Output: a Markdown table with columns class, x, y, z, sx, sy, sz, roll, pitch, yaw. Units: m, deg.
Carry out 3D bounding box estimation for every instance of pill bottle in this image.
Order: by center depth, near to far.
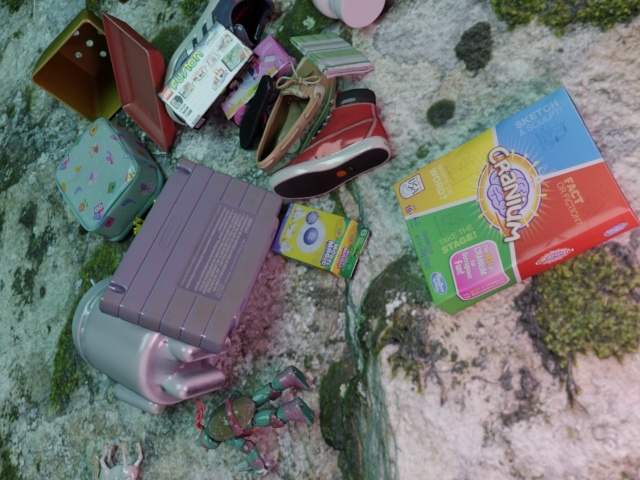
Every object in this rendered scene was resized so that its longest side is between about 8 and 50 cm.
| class | x | y | z | sx | sy | sz | roll | pitch | yaw |
| --- | --- | --- | --- | --- | --- | --- | --- | --- | --- |
| pill bottle | 0.028 | -0.528 | 1.512 | 0.131 | 0.131 | 0.229 | -47 | 51 | 10 |

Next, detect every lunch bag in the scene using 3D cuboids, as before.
| class | x | y | z | sx | sy | sz | roll | pitch | yaw |
| --- | --- | --- | --- | --- | --- | --- | --- | --- | --- |
| lunch bag | -0.500 | -0.142 | 1.743 | 0.224 | 0.108 | 0.279 | -52 | 50 | 10 |

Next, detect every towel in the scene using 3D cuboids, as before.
| class | x | y | z | sx | sy | sz | roll | pitch | yaw |
| --- | --- | --- | --- | --- | --- | --- | --- | --- | --- |
| towel | 0.020 | -0.370 | 1.482 | 0.152 | 0.113 | 0.023 | 50 | 142 | 40 |

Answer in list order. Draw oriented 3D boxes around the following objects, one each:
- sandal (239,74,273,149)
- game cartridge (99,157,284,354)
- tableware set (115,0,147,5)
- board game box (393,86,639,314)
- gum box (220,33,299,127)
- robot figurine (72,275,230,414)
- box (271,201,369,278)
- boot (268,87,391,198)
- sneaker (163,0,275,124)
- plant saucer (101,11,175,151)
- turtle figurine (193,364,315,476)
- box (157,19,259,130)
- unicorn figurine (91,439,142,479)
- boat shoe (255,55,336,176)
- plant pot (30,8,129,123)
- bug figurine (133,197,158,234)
| class | x | y | z | sx | sy | sz | roll | pitch | yaw |
| --- | --- | --- | --- | --- | --- | --- | --- | --- | --- |
| sandal | -0.124 | -0.258 | 1.539 | 0.179 | 0.040 | 0.067 | -61 | 40 | 35 |
| game cartridge | -0.219 | 0.020 | 1.356 | 0.068 | 0.230 | 0.355 | 118 | 174 | -52 |
| tableware set | -0.509 | -0.696 | 2.039 | 0.154 | 0.024 | 0.104 | 22 | 84 | 40 |
| board game box | 0.291 | -0.059 | 1.167 | 0.316 | 0.064 | 0.242 | -30 | 56 | 22 |
| gum box | -0.130 | -0.339 | 1.590 | 0.188 | 0.062 | 0.107 | -41 | 53 | 15 |
| robot figurine | -0.332 | 0.183 | 1.418 | 0.353 | 0.200 | 0.300 | 20 | 102 | 36 |
| box | 0.000 | 0.000 | 1.367 | 0.179 | 0.043 | 0.105 | 17 | 82 | 37 |
| boot | 0.005 | -0.190 | 1.419 | 0.244 | 0.088 | 0.176 | -22 | 59 | 17 |
| sneaker | -0.218 | -0.409 | 1.641 | 0.148 | 0.131 | 0.350 | 24 | 88 | 38 |
| plant saucer | -0.415 | -0.373 | 1.731 | 0.048 | 0.258 | 0.259 | -25 | 46 | -26 |
| turtle figurine | -0.126 | 0.315 | 1.283 | 0.234 | 0.118 | 0.175 | -32 | 55 | 14 |
| box | -0.238 | -0.348 | 1.576 | 0.114 | 0.036 | 0.207 | 44 | 100 | 11 |
| unicorn figurine | -0.389 | 0.449 | 1.453 | 0.162 | 0.060 | 0.111 | -26 | 57 | 44 |
| boat shoe | -0.048 | -0.256 | 1.478 | 0.105 | 0.089 | 0.285 | 5 | 73 | 38 |
| plant pot | -0.582 | -0.460 | 1.885 | 0.212 | 0.212 | 0.187 | -40 | 42 | 15 |
| bug figurine | -0.296 | -0.022 | 1.569 | 0.279 | 0.072 | 0.216 | -38 | 47 | 23 |
